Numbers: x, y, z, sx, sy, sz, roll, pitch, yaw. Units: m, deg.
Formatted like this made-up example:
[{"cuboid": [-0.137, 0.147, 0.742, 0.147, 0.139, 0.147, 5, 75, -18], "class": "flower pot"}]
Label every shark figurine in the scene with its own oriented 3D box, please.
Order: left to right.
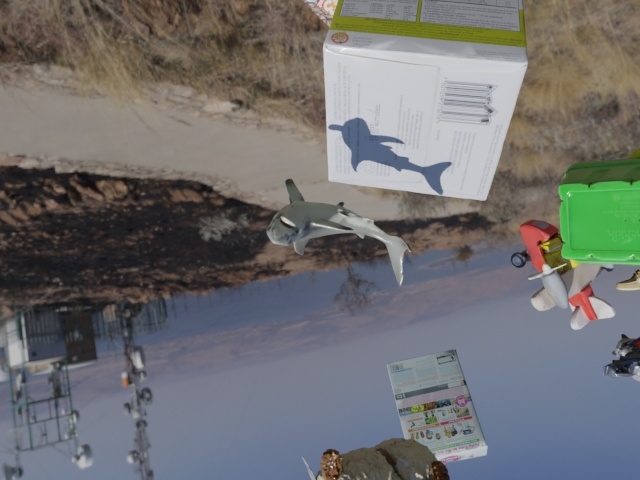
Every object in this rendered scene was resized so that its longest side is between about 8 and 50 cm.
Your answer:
[{"cuboid": [0.015, -0.007, 0.926, 0.278, 0.166, 0.116, 10, 124, -29], "class": "shark figurine"}]

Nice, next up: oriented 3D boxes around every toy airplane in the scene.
[{"cuboid": [0.893, 0.110, 1.895, 0.384, 0.386, 0.272, 18, 142, -9], "class": "toy airplane"}]

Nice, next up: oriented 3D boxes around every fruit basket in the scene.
[{"cuboid": [0.746, -0.086, 1.213, 0.391, 0.283, 0.392, -6, -173, 1], "class": "fruit basket"}]

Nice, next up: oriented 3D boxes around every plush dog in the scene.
[{"cuboid": [0.112, 0.439, 0.997, 0.225, 0.211, 0.262, -15, -170, -29], "class": "plush dog"}]

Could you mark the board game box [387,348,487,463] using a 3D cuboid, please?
[{"cuboid": [0.344, 0.503, 1.629, 0.223, 0.304, 0.098, -13, 142, 4], "class": "board game box"}]

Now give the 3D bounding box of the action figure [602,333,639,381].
[{"cuboid": [0.904, 0.378, 1.437, 0.341, 0.179, 0.330, -11, -148, -15], "class": "action figure"}]

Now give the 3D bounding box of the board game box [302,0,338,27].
[{"cuboid": [0.041, -0.684, 1.351, 0.232, 0.291, 0.141, -47, 177, 21], "class": "board game box"}]

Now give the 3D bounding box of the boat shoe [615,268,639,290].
[{"cuboid": [0.807, 0.093, 1.355, 0.135, 0.045, 0.050, -14, -175, 4], "class": "boat shoe"}]

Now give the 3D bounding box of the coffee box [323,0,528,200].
[{"cuboid": [0.201, -0.330, 1.101, 0.337, 0.335, 0.338, 7, 144, 7], "class": "coffee box"}]
